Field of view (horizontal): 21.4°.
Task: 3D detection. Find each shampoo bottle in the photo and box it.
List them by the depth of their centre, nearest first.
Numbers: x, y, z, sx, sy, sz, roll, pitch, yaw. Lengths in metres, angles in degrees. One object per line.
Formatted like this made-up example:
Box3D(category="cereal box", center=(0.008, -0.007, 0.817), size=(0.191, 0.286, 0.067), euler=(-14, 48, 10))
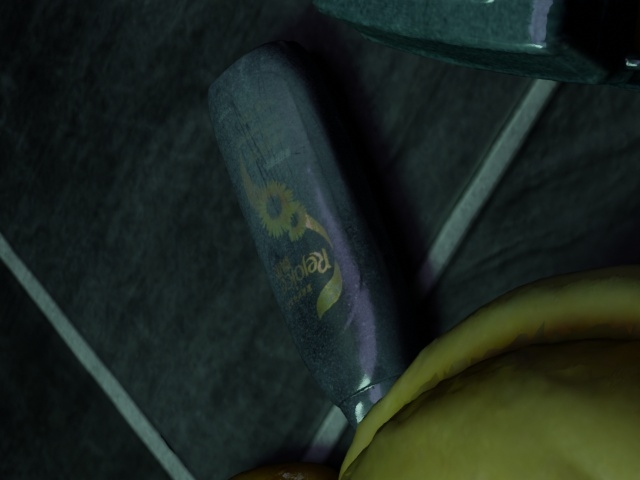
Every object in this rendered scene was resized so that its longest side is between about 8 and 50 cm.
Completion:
Box3D(category="shampoo bottle", center=(0.000, 0.000, 0.990), size=(0.087, 0.049, 0.233), euler=(-35, 69, 40))

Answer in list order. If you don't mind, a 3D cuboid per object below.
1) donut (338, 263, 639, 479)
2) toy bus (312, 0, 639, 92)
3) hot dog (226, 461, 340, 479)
Box3D(category="donut", center=(0.163, 0.229, 0.753), size=(0.449, 0.198, 0.449), euler=(3, 95, 42))
Box3D(category="toy bus", center=(0.121, -0.233, 0.775), size=(0.162, 0.194, 0.323), euler=(17, 103, 40))
Box3D(category="hot dog", center=(-0.039, 0.182, 1.028), size=(0.140, 0.060, 0.090), euler=(-18, 75, 45))
